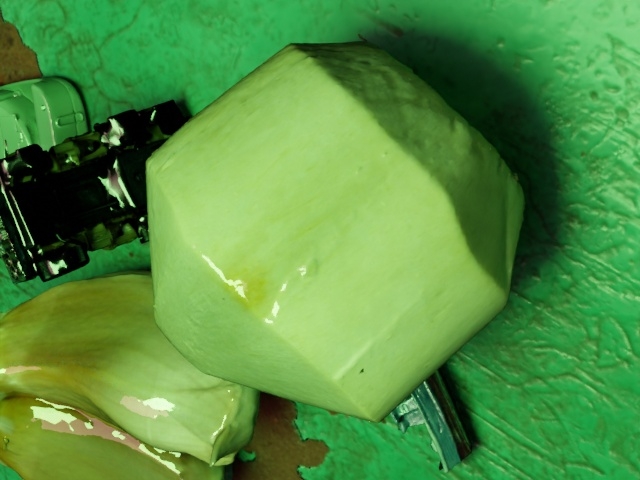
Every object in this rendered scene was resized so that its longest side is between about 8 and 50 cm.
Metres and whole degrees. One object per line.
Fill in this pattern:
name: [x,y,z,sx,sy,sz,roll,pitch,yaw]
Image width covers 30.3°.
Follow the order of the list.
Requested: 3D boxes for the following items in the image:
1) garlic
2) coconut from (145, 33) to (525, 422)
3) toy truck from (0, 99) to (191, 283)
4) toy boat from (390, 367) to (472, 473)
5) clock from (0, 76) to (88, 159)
garlic: [-0.209,0.170,1.232,0.313,0.249,0.286,9,94,8]
coconut: [0.000,0.000,0.979,0.323,0.323,0.323,10,110,29]
toy truck: [-0.222,-0.044,1.142,0.127,0.257,0.127,-16,97,37]
toy boat: [0.095,0.157,1.129,0.060,0.060,0.137,-22,97,13]
clock: [-0.349,-0.096,1.318,0.210,0.066,0.159,1,105,32]
